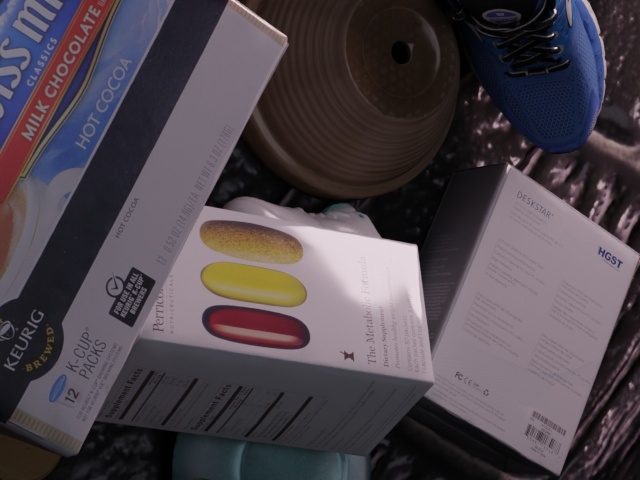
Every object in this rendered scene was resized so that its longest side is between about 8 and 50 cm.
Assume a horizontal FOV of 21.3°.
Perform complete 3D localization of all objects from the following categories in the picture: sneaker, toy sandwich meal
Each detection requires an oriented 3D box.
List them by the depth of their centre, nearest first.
[{"bbox_3d":[-0.240,0.152,1.346,0.085,0.029,0.085,1,89,-42],"label":"toy sandwich meal"},{"bbox_3d":[0.000,0.000,1.484,0.212,0.080,0.094,31,59,-33],"label":"sneaker"},{"bbox_3d":[0.160,-0.206,1.485,0.147,0.130,0.330,-76,145,-54],"label":"sneaker"}]

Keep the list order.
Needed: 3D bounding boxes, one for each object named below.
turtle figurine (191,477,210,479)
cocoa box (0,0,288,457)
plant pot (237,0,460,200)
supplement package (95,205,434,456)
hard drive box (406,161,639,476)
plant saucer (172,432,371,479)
[{"bbox_3d":[-0.081,0.304,1.377,0.269,0.087,0.217,20,108,-13],"label":"turtle figurine"},{"bbox_3d":[-0.232,-0.058,1.225,0.228,0.231,0.347,34,76,-30],"label":"cocoa box"},{"bbox_3d":[0.041,-0.157,1.492,0.237,0.110,0.237,3,84,-31],"label":"plant pot"},{"bbox_3d":[-0.052,0.072,1.358,0.244,0.134,0.139,10,53,-22],"label":"supplement package"},{"bbox_3d":[0.171,0.074,1.563,0.181,0.089,0.232,33,71,-25],"label":"hard drive box"},{"bbox_3d":[-0.030,0.192,1.431,0.195,0.037,0.195,3,84,-30],"label":"plant saucer"}]
